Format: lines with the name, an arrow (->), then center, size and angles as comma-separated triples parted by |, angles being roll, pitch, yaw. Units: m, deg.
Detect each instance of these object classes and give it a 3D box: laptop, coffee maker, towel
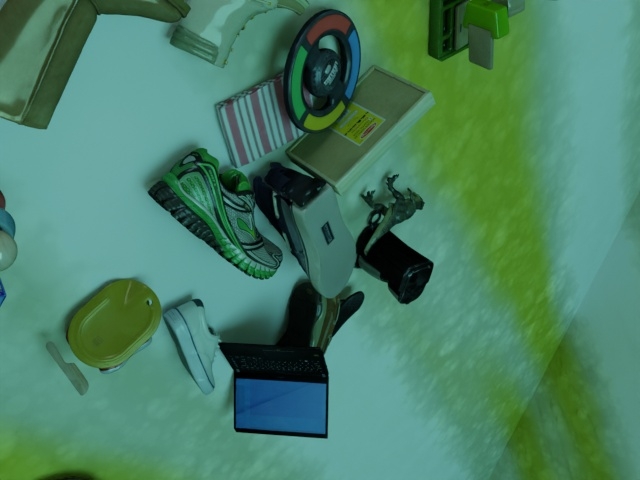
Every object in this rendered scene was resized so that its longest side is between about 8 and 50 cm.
laptop -> -0.104, 0.346, 1.520 | 0.264, 0.234, 0.136 | 79, 14, -59
coffee maker -> 0.175, 0.044, 1.619 | 0.120, 0.178, 0.171 | -33, 138, -22
towel -> -0.099, -0.235, 1.258 | 0.197, 0.029, 0.144 | -31, 138, -19

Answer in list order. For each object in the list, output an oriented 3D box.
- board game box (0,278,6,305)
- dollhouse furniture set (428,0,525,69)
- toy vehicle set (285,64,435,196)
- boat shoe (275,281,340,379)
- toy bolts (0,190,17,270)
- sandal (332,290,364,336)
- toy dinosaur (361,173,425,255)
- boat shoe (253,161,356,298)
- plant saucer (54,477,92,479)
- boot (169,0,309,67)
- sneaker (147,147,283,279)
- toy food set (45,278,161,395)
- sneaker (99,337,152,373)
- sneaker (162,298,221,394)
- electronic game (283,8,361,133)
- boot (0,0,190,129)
board game box -> -0.601, 0.139, 1.013 | 0.160, 0.047, 0.210 | 9, 125, -48
dollhouse furniture set -> 0.405, -0.485, 1.410 | 0.302, 0.197, 0.151 | -31, 136, -22
toy vehicle set -> 0.076, -0.224, 1.322 | 0.267, 0.166, 0.035 | -45, 141, -7
boat shoe -> -0.023, 0.246, 1.636 | 0.120, 0.123, 0.323 | -8, 126, -44
toy bolts -> -0.534, -0.012, 0.901 | 0.218, 0.158, 0.228 | -55, 141, 5
sandal -> 0.047, 0.190, 1.729 | 0.067, 0.040, 0.179 | 13, 125, -43
toy dinosaur -> 0.165, -0.081, 1.574 | 0.268, 0.064, 0.118 | -38, 104, -39
boat shoe -> -0.032, -0.024, 1.388 | 0.127, 0.158, 0.340 | -43, 144, -24
plant saucer -> -0.592, 0.618, 1.437 | 0.278, 0.041, 0.277 | -26, 135, -29
boot -> -0.131, -0.361, 1.086 | 0.213, 0.077, 0.165 | 7, 114, -41
sneaker -> -0.161, -0.040, 1.263 | 0.146, 0.134, 0.343 | -48, 141, -5
toy food set -> -0.403, 0.167, 1.248 | 0.218, 0.071, 0.128 | -43, 105, -19
sneaker -> -0.391, 0.207, 1.306 | 0.118, 0.042, 0.067 | -39, 144, -26
sneaker -> -0.253, 0.232, 1.419 | 0.091, 0.094, 0.258 | -29, 137, -21
electronic game -> 0.007, -0.312, 1.242 | 0.229, 0.048, 0.229 | -37, 139, -41
boot -> -0.344, -0.280, 0.941 | 0.236, 0.089, 0.269 | 23, 103, -40
